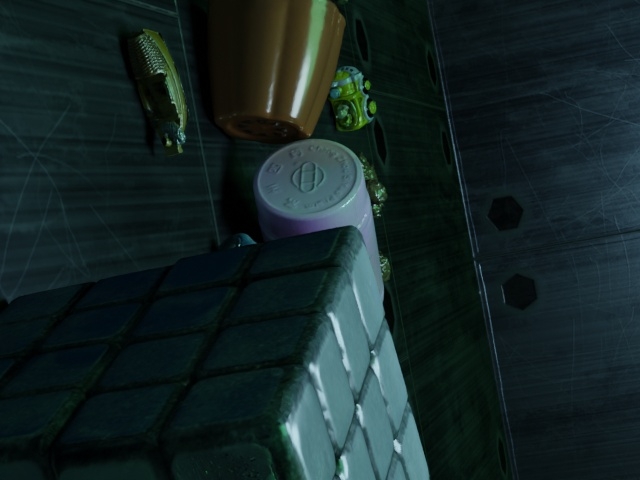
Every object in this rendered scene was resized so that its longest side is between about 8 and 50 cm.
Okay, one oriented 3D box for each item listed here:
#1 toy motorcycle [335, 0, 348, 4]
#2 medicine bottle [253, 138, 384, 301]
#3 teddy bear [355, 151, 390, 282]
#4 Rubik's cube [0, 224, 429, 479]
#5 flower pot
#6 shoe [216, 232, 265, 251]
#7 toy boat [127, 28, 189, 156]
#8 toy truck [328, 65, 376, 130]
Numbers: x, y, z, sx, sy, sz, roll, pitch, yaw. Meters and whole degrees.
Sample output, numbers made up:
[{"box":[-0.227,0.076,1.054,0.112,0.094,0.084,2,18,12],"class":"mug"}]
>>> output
[{"box":[-0.032,-0.483,2.288,0.205,0.127,0.275,54,26,-73],"class":"toy motorcycle"},{"box":[0.000,0.000,1.969,0.254,0.152,0.152,79,11,-48],"class":"medicine bottle"},{"box":[0.042,-0.025,2.290,0.129,0.182,0.251,24,48,-27],"class":"teddy bear"},{"box":[-0.107,0.225,1.136,0.344,0.337,0.343,-63,140,-64],"class":"Rubik's cube"},{"box":[-0.070,-0.227,1.933,0.190,0.191,0.173,43,53,-66],"class":"flower pot"},{"box":[-0.096,0.046,1.820,0.106,0.091,0.207,55,17,10],"class":"shoe"},{"box":[-0.187,-0.170,1.672,0.049,0.047,0.149,-35,112,-59],"class":"toy boat"},{"box":[0.045,-0.248,2.557,0.077,0.076,0.111,-44,124,-49],"class":"toy truck"}]
